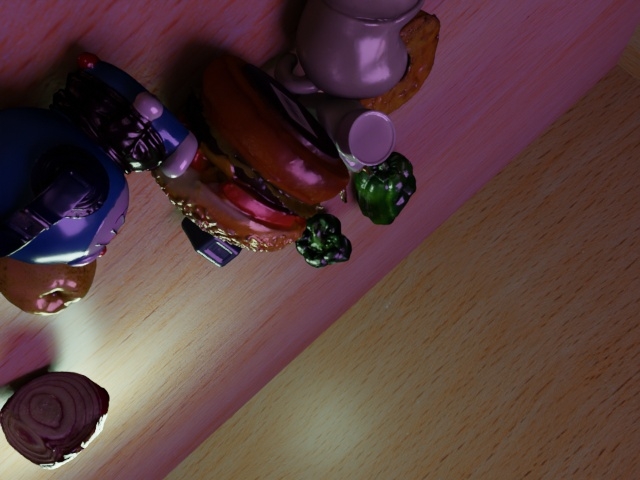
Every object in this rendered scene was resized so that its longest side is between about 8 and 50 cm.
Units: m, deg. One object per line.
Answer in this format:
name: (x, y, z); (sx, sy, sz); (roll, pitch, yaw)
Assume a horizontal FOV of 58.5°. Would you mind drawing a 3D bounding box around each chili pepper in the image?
chili pepper: (0.000, 0.000, 1.841); (0.165, 0.173, 0.261); (-22, 168, 18)
chili pepper: (0.229, -0.165, 1.922); (0.213, 0.167, 0.385); (-39, 162, -5)

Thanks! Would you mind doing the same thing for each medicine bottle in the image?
medicine bottle: (0.035, -0.229, 1.198); (0.111, 0.296, 0.161); (-39, 116, -10)

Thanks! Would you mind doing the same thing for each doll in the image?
doll: (0.065, -0.412, 1.007); (0.226, 0.214, 0.370); (-14, 151, -26)
doll: (-0.362, -0.101, 0.811); (0.310, 0.284, 0.240); (-52, 123, -14)

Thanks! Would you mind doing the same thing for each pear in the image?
pear: (-0.474, 0.044, 0.985); (0.178, 0.178, 0.178); (-37, 160, -16)

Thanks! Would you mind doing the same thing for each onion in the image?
onion: (-0.656, 0.438, 1.429); (0.207, 0.216, 0.206); (-46, 180, 41)

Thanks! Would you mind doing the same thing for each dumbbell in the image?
dumbbell: (-0.151, -0.085, 1.281); (0.325, 0.160, 0.144); (-37, 162, 14)

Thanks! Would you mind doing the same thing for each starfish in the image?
starfish: (0.058, -0.170, 1.714); (0.190, 0.074, 0.146); (-45, 160, 5)

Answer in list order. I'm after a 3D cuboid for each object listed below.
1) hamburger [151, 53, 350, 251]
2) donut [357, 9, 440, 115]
hamburger: (-0.128, -0.141, 1.025); (0.250, 0.330, 0.330); (-41, 162, 17)
donut: (0.161, -0.423, 1.323); (0.278, 0.108, 0.277); (-37, 159, -16)
